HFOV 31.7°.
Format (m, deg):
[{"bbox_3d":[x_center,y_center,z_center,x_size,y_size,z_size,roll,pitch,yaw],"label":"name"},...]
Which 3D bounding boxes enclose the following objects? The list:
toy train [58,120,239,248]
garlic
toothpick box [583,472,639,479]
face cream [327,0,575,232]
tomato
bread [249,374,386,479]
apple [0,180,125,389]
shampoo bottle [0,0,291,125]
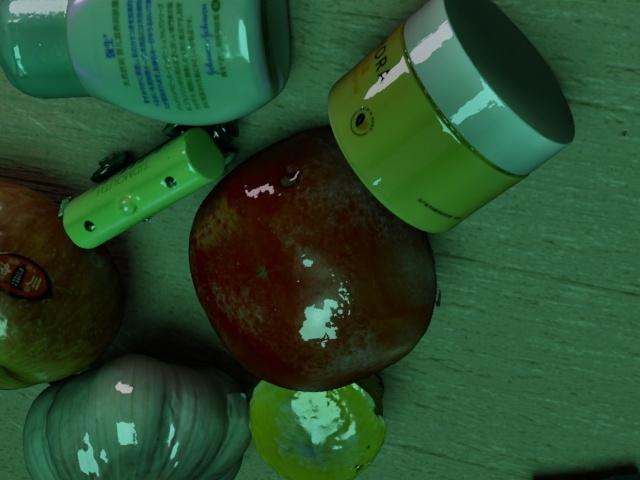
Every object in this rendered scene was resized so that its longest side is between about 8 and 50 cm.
[{"bbox_3d":[-0.218,-0.073,1.420,0.253,0.157,0.105,-26,108,27],"label":"toy train"},{"bbox_3d":[-0.247,0.276,1.566,0.322,0.322,0.241,-9,86,19],"label":"garlic"},{"bbox_3d":[0.369,0.377,1.549,0.153,0.101,0.101,-10,115,20],"label":"toothpick box"},{"bbox_3d":[0.143,-0.143,1.251,0.179,0.218,0.218,-38,104,29],"label":"face cream"},{"bbox_3d":[-0.033,0.032,1.361,0.338,0.144,0.338,0,90,24],"label":"tomato"},{"bbox_3d":[0.000,0.231,1.523,0.197,0.170,0.197,4,113,9],"label":"bread"},{"bbox_3d":[-0.425,0.075,1.487,0.309,0.250,0.277,28,135,5],"label":"apple"},{"bbox_3d":[-0.219,-0.243,1.331,0.350,0.151,0.221,-1,113,14],"label":"shampoo bottle"}]
